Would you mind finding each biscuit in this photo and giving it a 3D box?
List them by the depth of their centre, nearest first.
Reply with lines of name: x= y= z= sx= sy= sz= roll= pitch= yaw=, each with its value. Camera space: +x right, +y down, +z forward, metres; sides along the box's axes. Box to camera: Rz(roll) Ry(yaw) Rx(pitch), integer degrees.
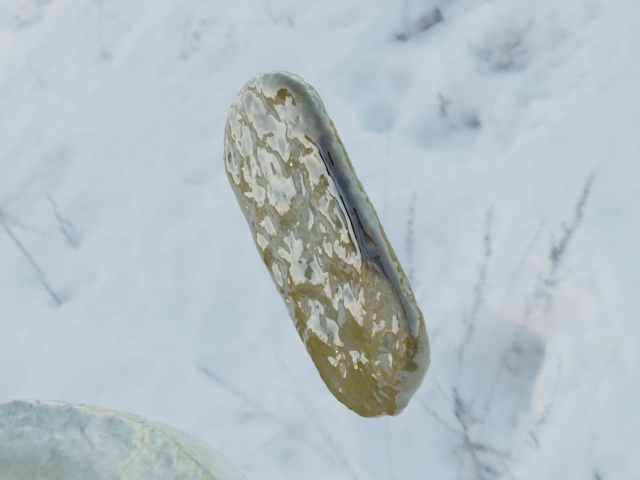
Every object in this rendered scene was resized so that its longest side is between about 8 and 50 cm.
biscuit: x=0.000 y=0.000 z=0.591 sx=0.018 sy=0.147 sz=0.071 roll=-15 pitch=-19 yaw=-35

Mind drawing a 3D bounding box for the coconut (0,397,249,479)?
coconut: x=-0.123 y=0.196 z=0.731 sx=0.237 sy=0.237 sz=0.266 roll=-37 pitch=-7 yaw=-6
